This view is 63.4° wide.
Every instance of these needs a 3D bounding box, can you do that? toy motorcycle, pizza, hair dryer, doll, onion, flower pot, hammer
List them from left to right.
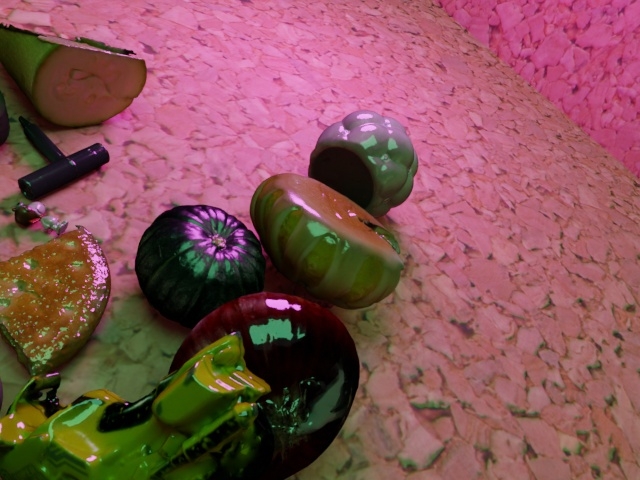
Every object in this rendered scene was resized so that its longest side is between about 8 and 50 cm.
[{"bbox_3d":[-0.541,-0.171,0.990,0.195,0.050,0.173,32,42,11],"label":"hair dryer"},{"bbox_3d":[-0.484,-0.036,0.892,0.085,0.040,0.058,39,34,13],"label":"doll"},{"bbox_3d":[-0.428,0.084,0.790,0.197,0.058,0.292,8,45,-19],"label":"pizza"},{"bbox_3d":[-0.216,0.212,0.557,0.206,0.343,0.142,63,6,5],"label":"toy motorcycle"},{"bbox_3d":[-0.081,0.194,0.742,0.273,0.272,0.285,14,11,-14],"label":"onion"},{"bbox_3d":[-0.009,0.103,0.992,0.083,0.043,0.043,19,44,-11],"label":"hammer"},{"bbox_3d":[0.099,-0.169,1.166,0.246,0.246,0.195,39,45,12],"label":"flower pot"}]

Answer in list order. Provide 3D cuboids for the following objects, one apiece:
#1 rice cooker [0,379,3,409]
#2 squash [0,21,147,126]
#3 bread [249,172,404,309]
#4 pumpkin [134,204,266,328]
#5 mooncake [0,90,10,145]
[{"bbox_3d":[-0.504,0.212,0.445,0.336,0.335,0.325,17,45,-11],"label":"rice cooker"},{"bbox_3d":[-0.554,-0.407,1.088,0.234,0.210,0.309,-12,59,-51],"label":"squash"},{"bbox_3d":[0.000,0.000,0.964,0.333,0.160,0.333,31,15,-9],"label":"bread"},{"bbox_3d":[-0.197,0.042,0.870,0.221,0.162,0.220,22,45,-23],"label":"pumpkin"},{"bbox_3d":[-0.655,-0.219,0.932,0.169,0.104,0.175,31,45,-1],"label":"mooncake"}]
